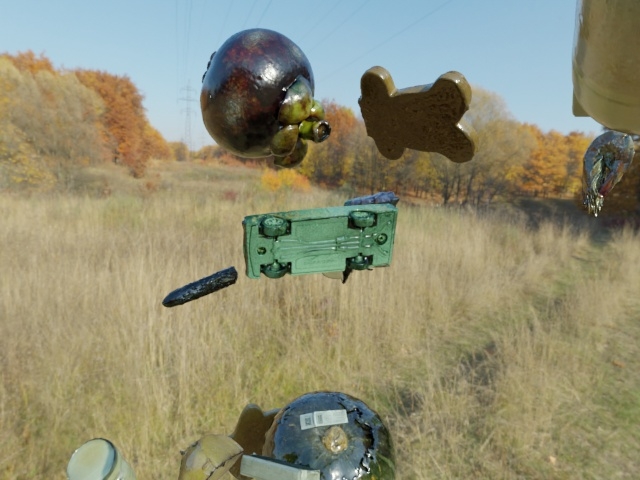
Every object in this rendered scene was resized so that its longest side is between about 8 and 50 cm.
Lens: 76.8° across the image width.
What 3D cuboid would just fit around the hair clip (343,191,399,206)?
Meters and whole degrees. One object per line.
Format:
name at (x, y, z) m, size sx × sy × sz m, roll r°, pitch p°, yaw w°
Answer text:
hair clip at (0.144, -0.105, 1.130) m, size 0.124 × 0.052 × 0.195 m, roll -14°, pitch 10°, yaw -37°

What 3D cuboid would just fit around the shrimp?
shrimp at (0.610, -0.144, 0.873) m, size 0.042 × 0.190 × 0.101 m, roll 10°, pitch 5°, yaw -23°

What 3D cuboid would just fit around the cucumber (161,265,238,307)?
cucumber at (-0.466, 0.185, 1.576) m, size 0.303 × 0.072 × 0.081 m, roll -22°, pitch 3°, yaw -11°

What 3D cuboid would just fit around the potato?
potato at (-0.230, 0.433, 0.792) m, size 0.089 × 0.101 × 0.172 m, roll 37°, pitch -6°, yaw 15°

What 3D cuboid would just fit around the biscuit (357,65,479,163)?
biscuit at (0.318, -0.424, 1.352) m, size 0.394 × 0.368 × 0.076 m, roll 12°, pitch 55°, yaw 37°

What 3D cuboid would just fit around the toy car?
toy car at (0.000, 0.000, 0.838) m, size 0.320 × 0.142 × 0.097 m, roll -5°, pitch 29°, yaw -13°

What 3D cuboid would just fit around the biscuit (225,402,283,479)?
biscuit at (-0.248, 0.804, 1.658) m, size 0.343 × 0.287 × 0.057 m, roll -28°, pitch 6°, yaw -10°

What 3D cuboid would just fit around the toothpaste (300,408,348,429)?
toothpaste at (0.012, 0.433, 0.982) m, size 0.046 × 0.034 × 0.164 m, roll -22°, pitch -28°, yaw 23°

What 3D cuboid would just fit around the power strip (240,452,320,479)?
power strip at (-0.109, 0.605, 1.056) m, size 0.272 × 0.052 × 0.078 m, roll -14°, pitch -30°, yaw 41°

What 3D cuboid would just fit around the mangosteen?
mangosteen at (-0.144, -0.351, 1.020) m, size 0.329 × 0.330 × 0.330 m, roll 3°, pitch 8°, yaw 0°

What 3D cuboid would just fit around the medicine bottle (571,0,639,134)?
medicine bottle at (0.504, -0.297, 0.589) m, size 0.235 × 0.236 × 0.406 m, roll 8°, pitch -13°, yaw 32°

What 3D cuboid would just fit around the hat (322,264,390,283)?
hat at (0.087, 0.038, 1.144) m, size 0.166 × 0.144 × 0.173 m, roll -26°, pitch -52°, yaw 29°

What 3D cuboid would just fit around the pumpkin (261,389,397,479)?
pumpkin at (0.026, 0.709, 1.315) m, size 0.454 × 0.344 × 0.454 m, roll 0°, pitch 36°, yaw 0°

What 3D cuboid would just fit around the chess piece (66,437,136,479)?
chess piece at (-0.635, 0.702, 1.217) m, size 0.133 × 0.243 × 0.133 m, roll -3°, pitch 46°, yaw 3°
